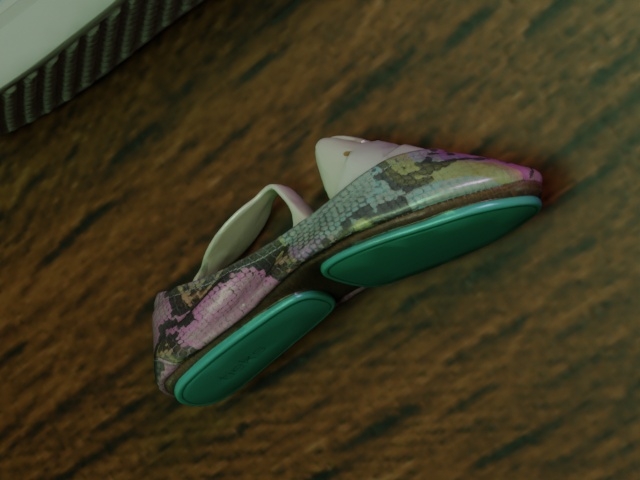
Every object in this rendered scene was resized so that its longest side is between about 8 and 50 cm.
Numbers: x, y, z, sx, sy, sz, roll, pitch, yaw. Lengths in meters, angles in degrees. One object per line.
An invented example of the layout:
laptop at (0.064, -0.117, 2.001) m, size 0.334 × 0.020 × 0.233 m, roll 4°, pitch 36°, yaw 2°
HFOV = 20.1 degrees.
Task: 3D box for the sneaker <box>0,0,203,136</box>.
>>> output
sneaker at (-0.092, -0.183, 0.836) m, size 0.366 × 0.135 × 0.150 m, roll -31°, pitch 87°, yaw 24°

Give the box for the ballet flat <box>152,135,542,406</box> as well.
ballet flat at (0.000, 0.000, 0.859) m, size 0.221 × 0.077 × 0.079 m, roll -32°, pitch 64°, yaw 26°
